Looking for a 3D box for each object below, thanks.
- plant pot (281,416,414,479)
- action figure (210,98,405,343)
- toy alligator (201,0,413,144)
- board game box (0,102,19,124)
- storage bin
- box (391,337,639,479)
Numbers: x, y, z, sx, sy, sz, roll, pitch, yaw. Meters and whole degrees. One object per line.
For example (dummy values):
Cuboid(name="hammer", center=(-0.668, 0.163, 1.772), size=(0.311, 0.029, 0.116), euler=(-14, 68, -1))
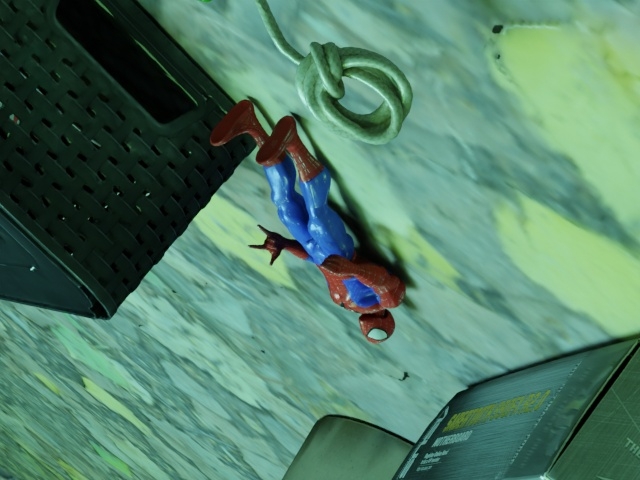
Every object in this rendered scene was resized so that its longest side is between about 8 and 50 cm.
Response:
Cuboid(name="plant pot", center=(0.015, 0.271, 0.858), size=(0.256, 0.274, 0.256), euler=(36, 164, 13))
Cuboid(name="action figure", center=(0.000, 0.000, 0.611), size=(0.038, 0.030, 0.115), euler=(18, 155, 41))
Cuboid(name="toy alligator", center=(-0.049, -0.095, 0.431), size=(0.190, 0.056, 0.051), euler=(40, -154, -8))
Cuboid(name="board game box", center=(-0.213, -0.070, 0.853), size=(0.147, 0.045, 0.193), euler=(49, 161, -28))
Cuboid(name="storage bin", center=(-0.119, -0.044, 0.651), size=(0.122, 0.084, 0.180), euler=(45, 162, -21))
Cuboid(name="box", center=(0.144, 0.135, 0.601), size=(0.231, 0.056, 0.183), euler=(40, 163, -3))
